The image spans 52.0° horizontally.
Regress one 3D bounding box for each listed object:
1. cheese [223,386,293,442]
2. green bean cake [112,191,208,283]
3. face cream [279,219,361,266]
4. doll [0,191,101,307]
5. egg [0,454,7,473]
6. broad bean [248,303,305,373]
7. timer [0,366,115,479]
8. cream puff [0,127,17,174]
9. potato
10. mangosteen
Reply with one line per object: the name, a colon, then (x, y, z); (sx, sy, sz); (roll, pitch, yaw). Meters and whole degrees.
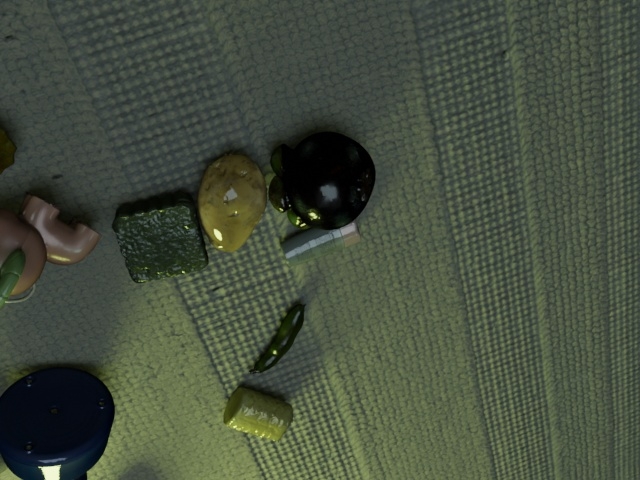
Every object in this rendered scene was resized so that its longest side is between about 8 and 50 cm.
cheese: (-0.171, 0.479, 1.815); (0.167, 0.094, 0.123); (24, 118, -21)
green bean cake: (-0.363, -0.007, 1.498); (0.185, 0.094, 0.183); (-15, 121, -8)
face cream: (0.000, 0.000, 1.629); (0.198, 0.057, 0.084); (-21, 122, -7)
doll: (-0.624, 0.041, 1.362); (0.216, 0.284, 0.268); (36, 78, -29)
egg: (-0.851, 0.521, 1.607); (0.198, 0.146, 0.146); (12, 113, -30)
broad bean: (-0.103, 0.267, 1.746); (0.065, 0.046, 0.254); (26, 108, -27)
timer: (-0.655, 0.533, 1.638); (0.270, 0.270, 0.383); (1, 130, -17)
cream puff: (-0.689, -0.196, 1.303); (0.146, 0.116, 0.146); (-20, 145, -15)
potato: (-0.205, -0.081, 1.484); (0.161, 0.128, 0.235); (22, 114, -24)
mangosteen: (0.000, -0.132, 1.480); (0.243, 0.243, 0.243); (-7, 119, -13)
